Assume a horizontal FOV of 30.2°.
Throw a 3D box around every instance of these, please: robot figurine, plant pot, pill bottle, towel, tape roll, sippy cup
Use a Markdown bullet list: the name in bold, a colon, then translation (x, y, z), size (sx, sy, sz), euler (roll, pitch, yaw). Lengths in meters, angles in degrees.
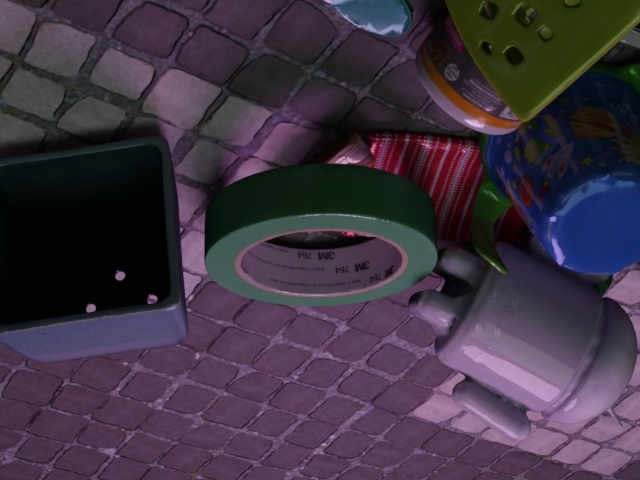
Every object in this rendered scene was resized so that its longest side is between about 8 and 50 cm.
- **robot figurine**: translation (0.305, 0.136, 1.718), size (0.353, 0.200, 0.300), euler (27, 87, -2)
- **plant pot**: translation (0.223, -0.282, 1.171), size (0.207, 0.227, 0.228), euler (44, 114, -3)
- **pill bottle**: translation (0.248, -0.268, 1.391), size (0.162, 0.162, 0.278), euler (18, 131, -25)
- **towel**: translation (0.176, -0.068, 1.696), size (0.274, 0.031, 0.199), euler (5, 136, -13)
- **tape roll**: translation (0.000, 0.000, 1.640), size (0.321, 0.077, 0.321), euler (-1, 156, 0)
- **plant pot**: translation (-0.297, 0.040, 1.603), size (0.247, 0.247, 0.252), euler (-8, 155, 1)
- **sippy cup**: translation (0.342, -0.082, 1.535), size (0.240, 0.224, 0.305), euler (4, 126, -12)

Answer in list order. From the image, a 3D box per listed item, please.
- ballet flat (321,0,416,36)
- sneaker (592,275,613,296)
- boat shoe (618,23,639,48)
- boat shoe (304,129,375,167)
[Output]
- **ballet flat**: translation (0.012, -0.316, 1.366), size (0.241, 0.077, 0.091), euler (23, 131, -32)
- **sneaker**: translation (0.369, 0.140, 1.880), size (0.109, 0.123, 0.295), euler (16, 132, -23)
- **boat shoe**: translation (0.426, -0.270, 1.489), size (0.219, 0.078, 0.070), euler (12, 102, -9)
- **boat shoe**: translation (0.003, -0.080, 1.624), size (0.170, 0.063, 0.059), euler (-35, 112, 30)
